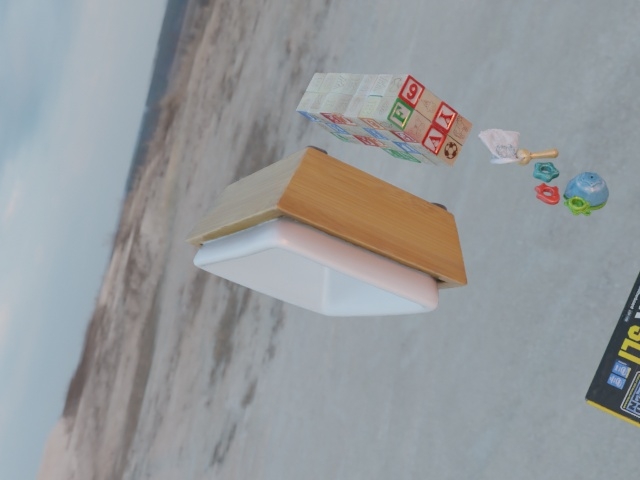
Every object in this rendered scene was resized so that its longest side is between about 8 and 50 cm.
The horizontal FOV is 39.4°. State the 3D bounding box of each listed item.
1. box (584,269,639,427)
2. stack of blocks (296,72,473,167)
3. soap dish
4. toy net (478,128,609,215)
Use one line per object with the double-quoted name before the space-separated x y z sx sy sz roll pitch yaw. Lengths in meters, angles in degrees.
"box" 0.624 0.179 1.493 0.079 0.257 0.321 -22 -47 -60
"stack of blocks" 0.109 -0.224 1.626 0.297 0.171 0.087 18 80 56
"soap dish" 0.000 0.000 1.015 0.291 0.229 0.118 -15 56 63
"toy net" 0.350 -0.107 1.457 0.122 0.232 0.045 -44 -29 -32
